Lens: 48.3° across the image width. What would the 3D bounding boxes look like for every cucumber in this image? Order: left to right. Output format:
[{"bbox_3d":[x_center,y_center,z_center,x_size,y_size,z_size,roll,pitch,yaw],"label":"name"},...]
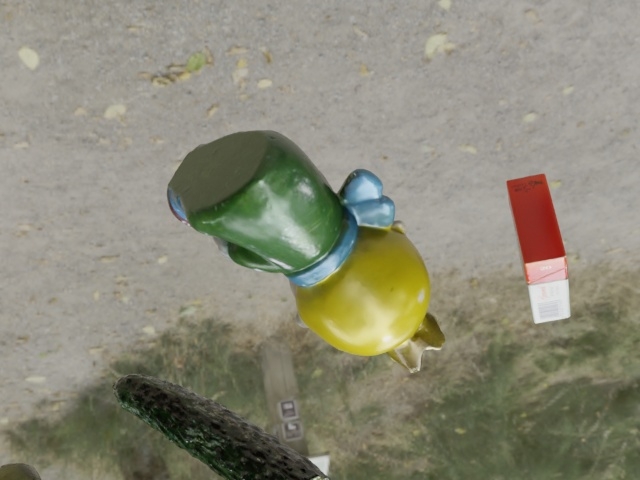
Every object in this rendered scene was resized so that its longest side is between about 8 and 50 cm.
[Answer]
[{"bbox_3d":[-0.119,0.198,0.745,0.294,0.067,0.067,22,174,33],"label":"cucumber"}]

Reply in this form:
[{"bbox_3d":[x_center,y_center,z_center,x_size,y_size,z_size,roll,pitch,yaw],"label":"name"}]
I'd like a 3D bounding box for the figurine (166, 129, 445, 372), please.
[{"bbox_3d":[-0.009,0.012,0.599,0.234,0.127,0.185,36,160,-33],"label":"figurine"}]

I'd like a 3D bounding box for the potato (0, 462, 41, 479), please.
[{"bbox_3d":[-0.369,0.324,0.766,0.105,0.188,0.085,-8,126,37],"label":"potato"}]

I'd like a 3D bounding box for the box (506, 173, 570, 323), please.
[{"bbox_3d":[0.232,0.013,0.755,0.048,0.100,0.152,-15,148,15],"label":"box"}]
